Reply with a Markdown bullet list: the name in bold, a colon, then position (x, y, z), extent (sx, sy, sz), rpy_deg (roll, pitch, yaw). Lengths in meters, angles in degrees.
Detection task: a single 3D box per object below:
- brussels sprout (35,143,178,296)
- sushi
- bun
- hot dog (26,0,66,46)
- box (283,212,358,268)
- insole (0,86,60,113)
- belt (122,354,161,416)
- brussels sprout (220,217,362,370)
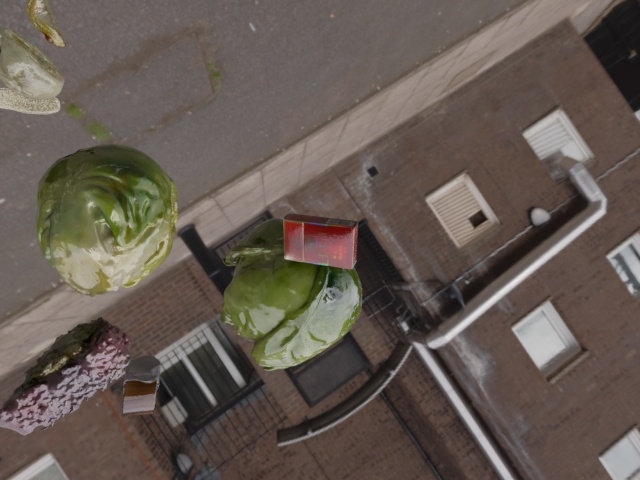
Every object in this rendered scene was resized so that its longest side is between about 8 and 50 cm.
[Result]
- **brussels sprout**: position (-0.452, -0.055, 0.942), extent (0.268, 0.344, 0.344), rpy_deg (-30, -178, 36)
- **sushi**: position (-0.497, 0.250, 0.839), extent (0.241, 0.107, 0.161), rpy_deg (-38, -155, -21)
- **bun**: position (-0.828, -0.476, 1.179), extent (0.128, 0.178, 0.193), rpy_deg (-39, 152, 3)
- **hot dog**: position (-0.750, -0.605, 1.145), extent (0.061, 0.168, 0.078), rpy_deg (-18, -161, -12)
- **box**: position (0.000, 0.000, 1.024), extent (0.175, 0.112, 0.048), rpy_deg (7, -154, 15)
- **insole**: position (-0.948, -0.436, 1.317), extent (0.248, 0.011, 0.081), rpy_deg (-6, 119, -36)
- **belt**: position (-0.686, 0.553, 1.633), extent (0.122, 0.217, 0.339), rpy_deg (4, 163, -23)
- **brussels sprout**: position (-0.072, 0.145, 1.233), extent (0.361, 0.425, 0.342), rpy_deg (-25, -167, 38)
